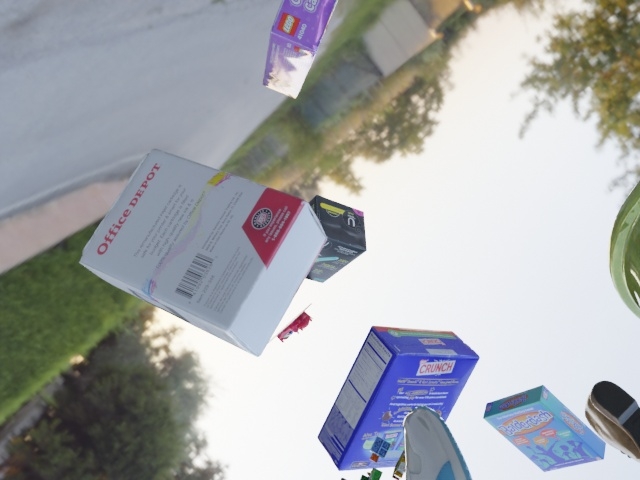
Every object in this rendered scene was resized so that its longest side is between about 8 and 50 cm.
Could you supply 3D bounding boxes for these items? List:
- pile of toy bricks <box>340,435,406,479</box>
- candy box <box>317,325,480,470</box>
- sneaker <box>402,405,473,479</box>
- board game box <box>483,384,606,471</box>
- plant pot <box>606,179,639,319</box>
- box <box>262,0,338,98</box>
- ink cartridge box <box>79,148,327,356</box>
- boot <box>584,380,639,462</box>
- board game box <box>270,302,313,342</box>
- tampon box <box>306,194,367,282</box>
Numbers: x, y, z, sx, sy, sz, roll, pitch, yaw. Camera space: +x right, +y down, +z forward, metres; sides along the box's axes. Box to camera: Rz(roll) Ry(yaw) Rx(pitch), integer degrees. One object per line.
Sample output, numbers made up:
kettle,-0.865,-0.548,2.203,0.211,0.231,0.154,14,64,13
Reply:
pile of toy bricks,0.093,0.486,1.368,0.212,0.118,0.105,-58,170,-28
candy box,0.177,0.356,1.597,0.122,0.268,0.317,46,-63,47
sneaker,0.085,0.234,0.528,0.092,0.087,0.228,-17,-130,10
board game box,0.485,0.413,1.532,0.160,0.210,0.047,-35,-162,45
plant pot,0.338,0.080,0.409,0.276,0.276,0.254,-35,-147,34
box,-0.008,-0.301,0.872,0.293,0.057,0.201,-168,-81,-83
ink cartridge box,-0.179,0.012,1.093,0.226,0.306,0.131,-60,150,-16
boot,0.748,0.473,1.650,0.112,0.305,0.115,-24,144,-24
board game box,-0.059,0.196,1.575,0.133,0.033,0.169,-42,178,-5
tampon box,0.000,0.000,1.465,0.161,0.120,0.101,-40,-137,43
